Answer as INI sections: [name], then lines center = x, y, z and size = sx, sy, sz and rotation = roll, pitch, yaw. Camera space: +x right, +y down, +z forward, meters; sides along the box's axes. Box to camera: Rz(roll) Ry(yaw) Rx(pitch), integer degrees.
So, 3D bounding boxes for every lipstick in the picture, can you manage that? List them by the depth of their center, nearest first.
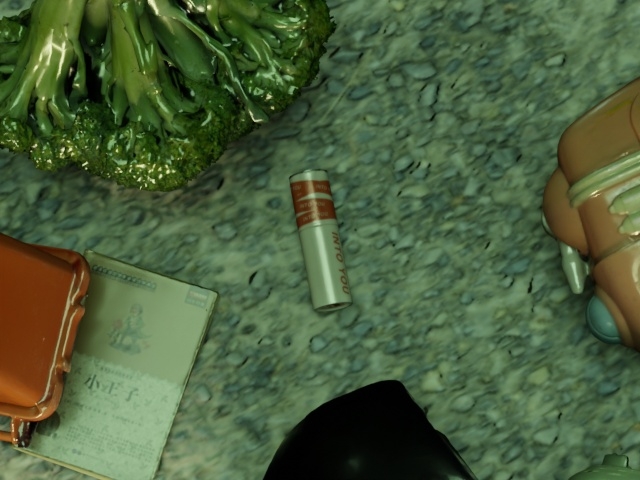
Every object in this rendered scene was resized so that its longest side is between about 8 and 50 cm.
[lipstick]
center = 0.000, 0.000, 1.350
size = 0.038, 0.038, 0.130
rotation = -11, 77, -2

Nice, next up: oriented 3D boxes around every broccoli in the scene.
[broccoli]
center = -0.156, -0.188, 1.277
size = 0.304, 0.283, 0.321
rotation = 17, 59, 15

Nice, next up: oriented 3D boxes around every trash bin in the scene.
[trash bin]
center = -0.316, 0.069, 1.230
size = 0.161, 0.238, 0.184
rotation = 8, 78, 14

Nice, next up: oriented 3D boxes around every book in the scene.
[book]
center = -0.190, 0.120, 1.336
size = 0.139, 0.016, 0.198
rotation = 18, 78, 5

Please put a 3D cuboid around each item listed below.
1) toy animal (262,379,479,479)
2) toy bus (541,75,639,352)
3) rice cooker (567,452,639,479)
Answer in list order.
[toy animal]
center = 0.008, 0.287, 1.193
size = 0.310, 0.251, 0.251
rotation = -38, 79, -2
[toy bus]
center = 0.323, -0.015, 1.276
size = 0.232, 0.194, 0.287
rotation = -21, 78, 4
[rice cooker]
center = 0.278, 0.314, 1.186
size = 0.226, 0.226, 0.244
rotation = 13, 75, 4
